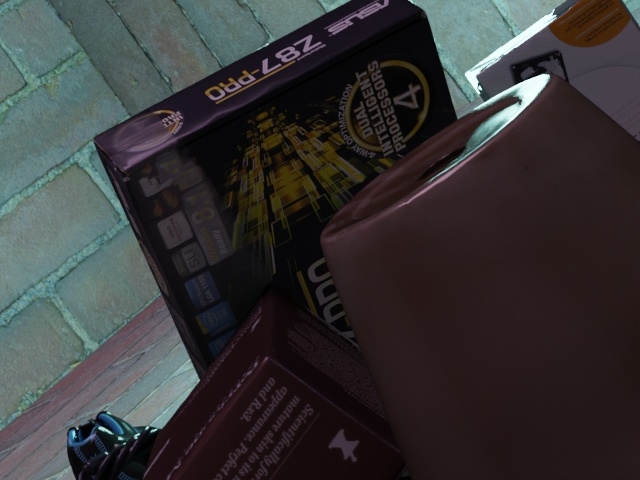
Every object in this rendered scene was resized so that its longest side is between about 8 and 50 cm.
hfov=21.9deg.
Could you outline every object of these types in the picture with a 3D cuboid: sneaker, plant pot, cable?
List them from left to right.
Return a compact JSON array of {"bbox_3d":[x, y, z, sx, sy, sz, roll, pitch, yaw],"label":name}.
[{"bbox_3d":[-0.214,0.284,1.808,0.047,0.184,0.150,23,45,27],"label":"cable"},{"bbox_3d":[-0.247,0.267,2.098,0.125,0.139,0.341,-38,6,-5],"label":"sneaker"},{"bbox_3d":[0.155,0.057,1.084,0.323,0.280,0.323,-35,9,6],"label":"plant pot"}]

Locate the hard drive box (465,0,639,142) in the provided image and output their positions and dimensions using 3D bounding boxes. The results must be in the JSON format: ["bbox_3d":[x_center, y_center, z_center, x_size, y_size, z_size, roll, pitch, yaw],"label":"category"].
[{"bbox_3d":[0.302,-0.141,1.833,0.181,0.232,0.089,-36,8,2],"label":"hard drive box"}]

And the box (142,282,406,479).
[{"bbox_3d":[-0.045,0.170,1.344,0.191,0.143,0.381,-53,6,4],"label":"box"}]

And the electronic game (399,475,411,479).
[{"bbox_3d":[0.020,0.264,1.268,0.229,0.048,0.229,-42,6,5],"label":"electronic game"}]

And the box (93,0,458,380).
[{"bbox_3d":[0.000,0.000,1.580,0.318,0.395,0.097,-28,35,-12],"label":"box"}]
